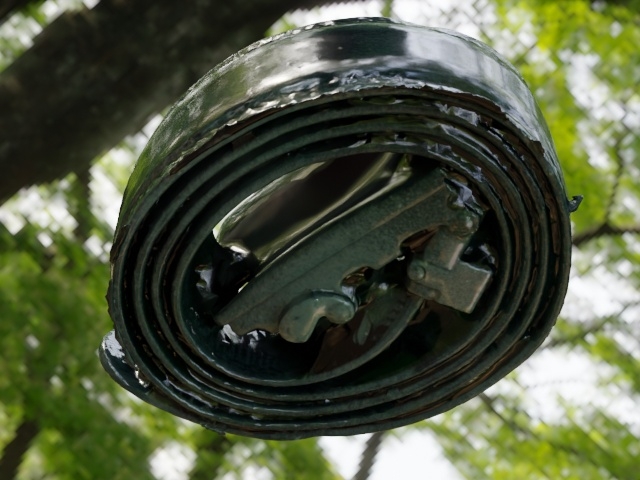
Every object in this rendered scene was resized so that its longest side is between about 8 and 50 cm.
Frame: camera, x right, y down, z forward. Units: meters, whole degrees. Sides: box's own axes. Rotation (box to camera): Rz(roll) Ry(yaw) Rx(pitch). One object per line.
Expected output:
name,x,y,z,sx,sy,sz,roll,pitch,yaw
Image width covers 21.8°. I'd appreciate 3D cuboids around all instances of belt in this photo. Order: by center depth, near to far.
belt,0.000,0.000,0.863,0.206,0.267,0.116,60,13,-28
